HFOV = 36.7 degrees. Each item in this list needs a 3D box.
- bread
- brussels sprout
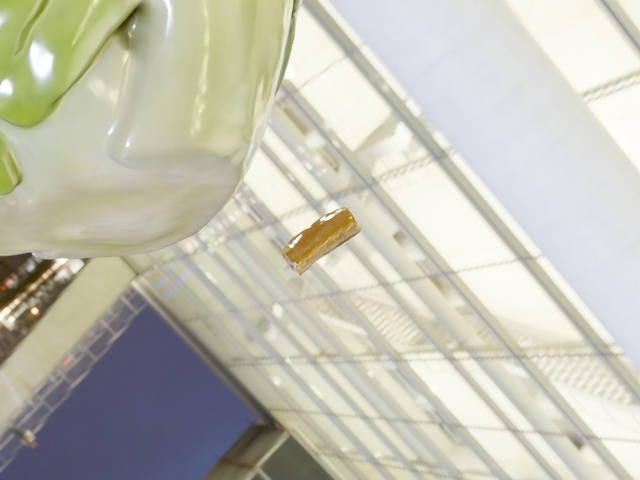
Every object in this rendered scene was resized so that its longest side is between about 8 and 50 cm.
[{"bbox_3d":[0.000,0.000,0.983,0.083,0.036,0.047,-37,-169,-3],"label":"bread"},{"bbox_3d":[-0.122,-0.162,0.483,0.247,0.328,0.328,-2,-176,-13],"label":"brussels sprout"}]
